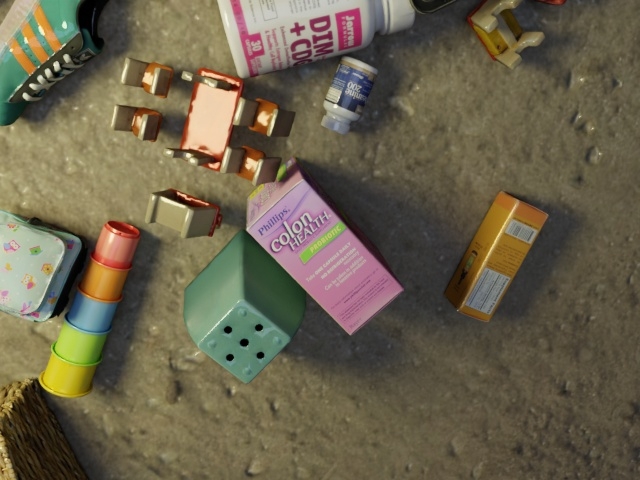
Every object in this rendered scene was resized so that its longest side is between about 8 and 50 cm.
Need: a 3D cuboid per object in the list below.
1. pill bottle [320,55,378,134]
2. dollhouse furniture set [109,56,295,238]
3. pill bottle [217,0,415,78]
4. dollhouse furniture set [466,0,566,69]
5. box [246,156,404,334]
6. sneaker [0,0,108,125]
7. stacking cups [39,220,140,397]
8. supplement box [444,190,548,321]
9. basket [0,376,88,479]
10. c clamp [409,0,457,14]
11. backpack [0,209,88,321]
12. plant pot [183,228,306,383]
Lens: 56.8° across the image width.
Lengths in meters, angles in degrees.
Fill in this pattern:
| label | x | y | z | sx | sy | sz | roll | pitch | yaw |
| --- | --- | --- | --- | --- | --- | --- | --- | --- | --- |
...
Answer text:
| label | x | y | z | sx | sy | sz | roll | pitch | yaw |
| --- | --- | --- | --- | --- | --- | --- | --- | --- | --- |
| pill bottle | 0.045 | -0.243 | 1.000 | 0.067 | 0.067 | 0.120 | 20 | 104 | -12 |
| dollhouse furniture set | -0.191 | -0.142 | 0.959 | 0.262 | 0.135 | 0.259 | 21 | 104 | 13 |
| pill bottle | -0.009 | -0.360 | 0.908 | 0.283 | 0.160 | 0.160 | -15 | 108 | -2 |
| dollhouse furniture set | 0.253 | -0.486 | 0.933 | 0.201 | 0.152 | 0.374 | -44 | 124 | 7 |
| box | 0.000 | 0.000 | 0.992 | 0.117 | 0.213 | 0.243 | -42 | 106 | 7 |
| sneaker | -0.412 | -0.294 | 0.908 | 0.121 | 0.108 | 0.302 | 30 | 100 | -10 |
| stacking cups | -0.406 | 0.118 | 1.042 | 0.096 | 0.096 | 0.316 | 19 | 103 | -12 |
| supplement box | 0.326 | 0.031 | 1.113 | 0.080 | 0.078 | 0.234 | 24 | 103 | -16 |
| basket | -0.586 | 0.440 | 1.055 | 0.223 | 0.213 | 0.299 | -18 | 108 | -2 |
| c clamp | 0.185 | -0.407 | 0.846 | 0.160 | 0.022 | 0.137 | -33 | 130 | -4 |
| backpack | -0.506 | 0.036 | 0.973 | 0.188 | 0.144 | 0.166 | 22 | 82 | -7 |
| plant pot | -0.126 | 0.120 | 1.003 | 0.165 | 0.234 | 0.166 | 42 | 97 | -16 |
